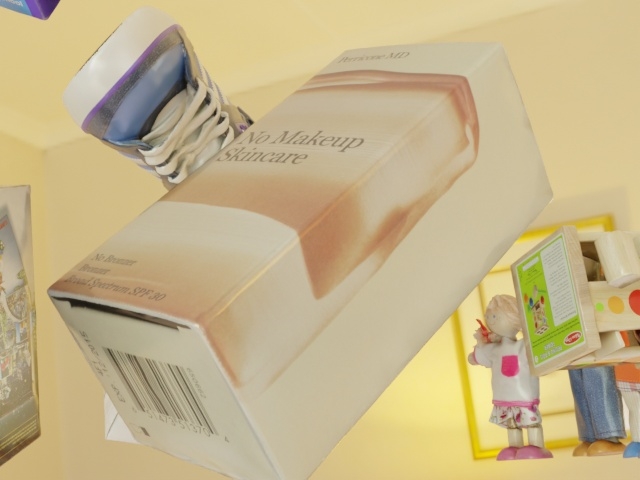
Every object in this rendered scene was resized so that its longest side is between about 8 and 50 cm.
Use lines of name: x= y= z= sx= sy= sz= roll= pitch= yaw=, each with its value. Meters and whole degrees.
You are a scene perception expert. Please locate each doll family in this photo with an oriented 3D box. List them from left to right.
doll family: x=0.223 y=0.082 z=0.801 sx=0.118 sy=0.163 sz=0.263 roll=1 pitch=-12 yaw=-23

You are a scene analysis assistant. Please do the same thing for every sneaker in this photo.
sneaker: x=-0.101 y=-0.083 z=0.986 sx=0.130 sy=0.236 sz=0.323 roll=-49 pitch=1 yaw=-3

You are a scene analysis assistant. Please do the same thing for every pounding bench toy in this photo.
pounding bench toy: x=0.129 y=0.020 z=0.432 sx=0.065 sy=0.052 sz=0.083 roll=-2 pitch=-19 yaw=-16

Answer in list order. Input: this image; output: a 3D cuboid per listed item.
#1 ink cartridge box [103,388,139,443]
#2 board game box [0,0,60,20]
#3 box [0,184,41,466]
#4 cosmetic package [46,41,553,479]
ink cartridge box: x=-0.173 y=0.145 z=1.089 sx=0.099 sy=0.135 sz=0.056 roll=14 pitch=-51 yaw=-24
board game box: x=-0.154 y=-0.282 z=0.470 sx=0.233 sy=0.347 sz=0.078 roll=17 pitch=-23 yaw=13
box: x=-0.208 y=0.055 z=0.535 sx=0.044 sy=0.159 sz=0.233 roll=0 pitch=5 yaw=6
cosmetic package: x=0.000 y=0.000 z=0.662 sx=0.153 sy=0.129 sz=0.296 roll=5 pitch=38 yaw=44
